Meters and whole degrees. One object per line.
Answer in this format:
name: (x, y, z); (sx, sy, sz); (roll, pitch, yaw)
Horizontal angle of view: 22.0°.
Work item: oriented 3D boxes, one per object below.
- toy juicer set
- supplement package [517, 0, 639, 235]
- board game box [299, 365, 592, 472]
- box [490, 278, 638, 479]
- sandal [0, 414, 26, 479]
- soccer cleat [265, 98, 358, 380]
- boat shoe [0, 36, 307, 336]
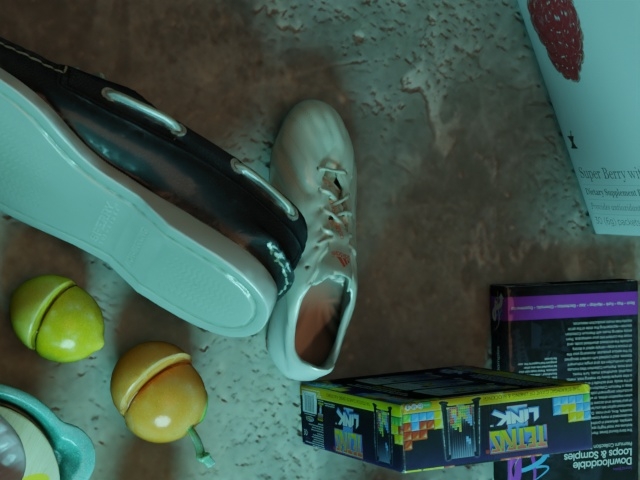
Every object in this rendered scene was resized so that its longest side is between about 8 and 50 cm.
toy juicer set: (-0.214, 0.120, 1.044); (0.329, 0.089, 0.209); (13, 87, -22)
supplement package: (0.265, -0.167, 1.189); (0.175, 0.177, 0.293); (-24, 100, -20)
board game box: (0.082, 0.120, 1.125); (0.141, 0.170, 0.048); (-3, 91, -22)
box: (0.186, 0.112, 1.246); (0.116, 0.029, 0.162); (-1, 91, -22)
sandal: (-0.299, 0.080, 0.984); (0.265, 0.076, 0.102); (34, 95, -14)
soccer cleat: (0.000, 0.000, 1.137); (0.068, 0.076, 0.196); (4, 90, -23)
boat shoe: (-0.145, -0.054, 1.065); (0.302, 0.114, 0.091); (38, 49, -10)
